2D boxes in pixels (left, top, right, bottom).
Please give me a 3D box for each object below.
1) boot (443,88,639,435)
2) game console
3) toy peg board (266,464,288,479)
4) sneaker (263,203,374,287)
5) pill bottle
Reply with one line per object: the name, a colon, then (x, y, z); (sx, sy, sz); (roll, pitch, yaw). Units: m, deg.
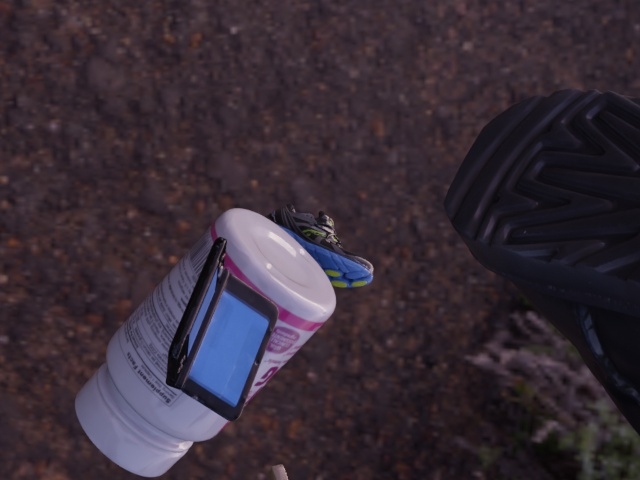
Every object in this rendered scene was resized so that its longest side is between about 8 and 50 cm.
boot: (0.303, 0.121, 0.746); (0.146, 0.367, 0.445); (-47, 125, -10)
game console: (-0.081, 0.077, 1.239); (0.107, 0.071, 0.122); (105, 5, -62)
toy peg board: (-0.069, 0.382, 1.734); (0.079, 0.161, 0.161); (-12, 62, -17)
sneaker: (0.000, 0.000, 1.884); (0.078, 0.188, 0.067); (-42, 140, -23)
pill bottle: (-0.130, 0.116, 1.551); (0.283, 0.160, 0.160); (-47, 136, 17)
